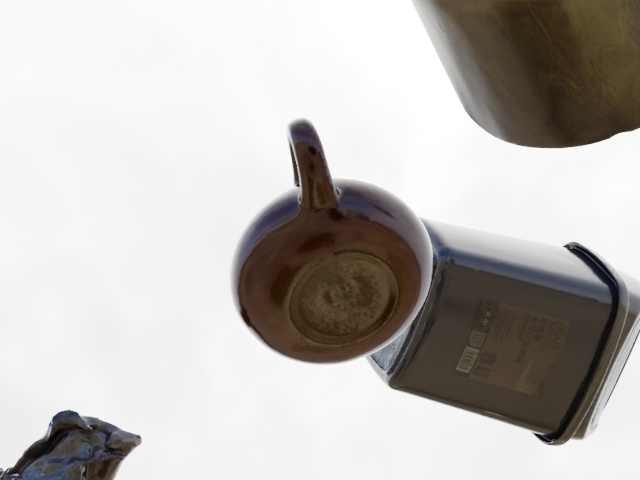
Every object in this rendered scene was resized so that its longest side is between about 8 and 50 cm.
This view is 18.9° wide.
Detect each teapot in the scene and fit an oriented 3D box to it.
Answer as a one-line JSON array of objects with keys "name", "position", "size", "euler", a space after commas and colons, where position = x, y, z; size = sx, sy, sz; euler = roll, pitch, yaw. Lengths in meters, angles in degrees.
[{"name": "teapot", "position": [0.000, 0.000, 1.672], "size": [0.178, 0.135, 0.252], "euler": [-18, -56, -9]}]

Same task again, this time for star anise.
[{"name": "star anise", "position": [-0.295, 0.260, 1.878], "size": [0.257, 0.198, 0.110], "euler": [-19, -60, 8]}]

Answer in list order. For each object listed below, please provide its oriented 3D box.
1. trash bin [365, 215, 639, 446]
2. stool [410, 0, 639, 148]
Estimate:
[{"name": "trash bin", "position": [0.206, 0.096, 2.090], "size": [0.290, 0.182, 0.209], "euler": [15, -72, -23]}, {"name": "stool", "position": [0.117, -0.202, 1.090], "size": [0.179, 0.179, 0.264], "euler": [-7, -42, 26]}]
